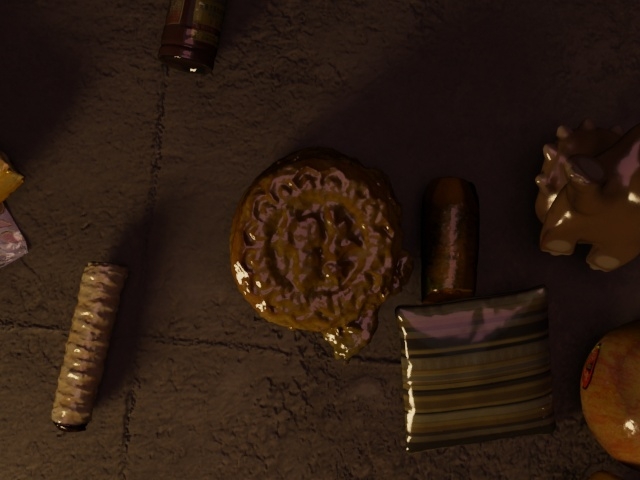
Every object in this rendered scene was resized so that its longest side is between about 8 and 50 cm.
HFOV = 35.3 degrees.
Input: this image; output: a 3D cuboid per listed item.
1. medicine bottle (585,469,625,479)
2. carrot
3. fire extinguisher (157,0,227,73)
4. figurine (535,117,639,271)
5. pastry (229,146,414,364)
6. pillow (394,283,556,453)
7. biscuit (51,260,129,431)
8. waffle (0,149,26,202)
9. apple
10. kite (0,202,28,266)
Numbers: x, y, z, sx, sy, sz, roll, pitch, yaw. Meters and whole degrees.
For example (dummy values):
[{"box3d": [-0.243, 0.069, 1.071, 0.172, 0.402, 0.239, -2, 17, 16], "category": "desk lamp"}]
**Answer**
[{"box3d": [0.349, 0.451, 1.259, 0.232, 0.238, 0.238, -39, 92, -7], "category": "medicine bottle"}, {"box3d": [0.172, 0.003, 1.340, 0.082, 0.082, 0.173, 1, 84, -8], "category": "carrot"}, {"box3d": [-0.168, -0.352, 1.316, 0.106, 0.075, 0.252, 11, 86, -6], "category": "fire extinguisher"}, {"box3d": [0.366, -0.080, 1.289, 0.177, 0.247, 0.173, 9, 63, 12], "category": "figurine"}, {"box3d": [0.000, 0.000, 1.303, 0.235, 0.132, 0.240, 33, 90, -13], "category": "pastry"}, {"box3d": [0.207, 0.172, 1.339, 0.208, 0.052, 0.212, -7, 104, -4], "category": "pillow"}, {"box3d": [-0.294, 0.134, 1.284, 0.061, 0.055, 0.219, 15, 85, -42], "category": "biscuit"}, {"box3d": [-0.531, -0.097, 1.252, 0.221, 0.055, 0.248, -42, 92, -2], "category": "waffle"}, {"box3d": [0.448, 0.202, 1.313, 0.211, 0.188, 0.211, 0, 85, -4], "category": "apple"}, {"box3d": [-0.459, -0.065, 1.295, 0.127, 0.016, 0.229, -12, 92, -11], "category": "kite"}]
